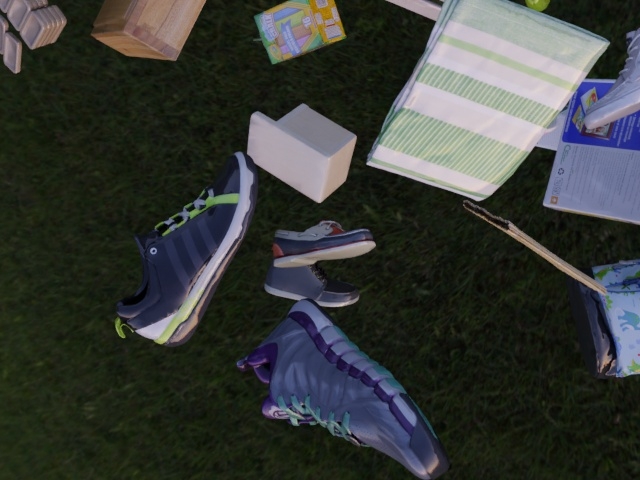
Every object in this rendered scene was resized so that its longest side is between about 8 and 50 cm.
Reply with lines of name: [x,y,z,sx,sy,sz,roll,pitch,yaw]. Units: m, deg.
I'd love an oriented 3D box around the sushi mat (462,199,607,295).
sushi mat: [0.415,0.014,1.337,0.316,0.151,0.019,28,97,-31]

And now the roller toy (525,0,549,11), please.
roller toy: [0.408,-0.547,1.263,0.146,0.209,0.191,4,73,41]

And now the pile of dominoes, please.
pile of dominoes: [-0.442,-0.375,0.934,0.196,0.040,0.251,-28,98,48]

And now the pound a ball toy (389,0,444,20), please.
pound a ball toy: [0.262,-0.673,1.681,0.319,0.136,0.208,25,66,4]

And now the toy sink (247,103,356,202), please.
toy sink: [-0.047,-0.232,1.718,0.234,0.131,0.153,32,139,18]

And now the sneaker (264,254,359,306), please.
sneaker: [-0.011,0.078,1.594,0.222,0.083,0.118,9,109,-7]

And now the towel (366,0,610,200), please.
towel: [0.240,-0.211,1.070,0.247,0.038,0.325,17,130,-13]

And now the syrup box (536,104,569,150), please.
syrup box: [0.616,-0.280,1.732,0.237,0.093,0.096,23,126,42]

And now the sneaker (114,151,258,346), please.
sneaker: [-0.146,0.004,0.738,0.097,0.084,0.235,25,89,-21]

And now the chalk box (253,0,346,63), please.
chalk box: [-0.069,-0.530,1.753,0.213,0.132,0.132,-12,106,35]

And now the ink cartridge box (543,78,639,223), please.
ink cartridge box: [0.666,-0.194,1.515,0.307,0.072,0.304,17,95,45]

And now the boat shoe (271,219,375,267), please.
boat shoe: [0.000,0.000,0.734,0.137,0.049,0.043,-12,73,43]

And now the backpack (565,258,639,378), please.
backpack: [0.802,0.172,1.635,0.355,0.273,0.290,-13,100,3]

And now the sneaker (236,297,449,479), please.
sneaker: [0.011,0.138,0.572,0.098,0.223,0.083,-38,124,-9]

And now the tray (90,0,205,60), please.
tray: [-0.227,-0.361,0.962,0.076,0.411,0.203,26,93,-26]

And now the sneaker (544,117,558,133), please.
sneaker: [0.338,-0.189,1.194,0.070,0.134,0.051,121,133,-59]

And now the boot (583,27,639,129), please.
boot: [0.569,-0.310,1.237,0.258,0.095,0.123,-29,79,15]
